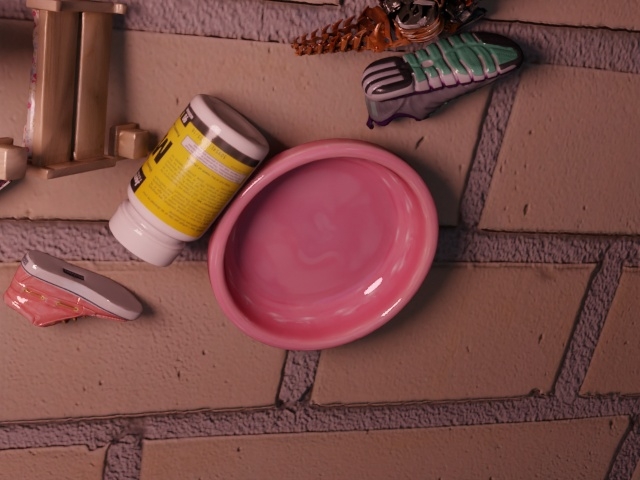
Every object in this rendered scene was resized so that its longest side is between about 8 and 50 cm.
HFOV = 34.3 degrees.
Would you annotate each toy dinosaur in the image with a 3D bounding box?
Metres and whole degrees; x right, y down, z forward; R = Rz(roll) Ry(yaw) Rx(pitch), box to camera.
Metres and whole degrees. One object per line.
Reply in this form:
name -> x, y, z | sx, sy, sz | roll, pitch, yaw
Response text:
toy dinosaur -> 0.122, -0.314, 1.278 | 0.322, 0.164, 0.218 | -46, 143, -14

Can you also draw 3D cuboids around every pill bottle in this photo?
pill bottle -> -0.172, -0.074, 1.330 | 0.119, 0.119, 0.208 | 31, 106, -32

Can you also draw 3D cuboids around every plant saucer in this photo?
plant saucer -> 0.000, 0.000, 1.459 | 0.332, 0.084, 0.332 | -9, 123, -15

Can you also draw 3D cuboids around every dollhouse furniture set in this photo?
dollhouse furniture set -> -0.347, -0.235, 1.165 | 0.174, 0.355, 0.303 | 12, 103, 20

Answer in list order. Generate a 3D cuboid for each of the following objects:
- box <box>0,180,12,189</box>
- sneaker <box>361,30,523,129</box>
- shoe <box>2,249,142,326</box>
box -> -0.434, -0.082, 1.275 | 0.083, 0.052, 0.062 | -33, 125, 1
sneaker -> 0.163, -0.214, 1.403 | 0.224, 0.083, 0.098 | -13, 144, -7
shoe -> -0.337, 0.084, 1.407 | 0.178, 0.063, 0.081 | 27, 110, -25
